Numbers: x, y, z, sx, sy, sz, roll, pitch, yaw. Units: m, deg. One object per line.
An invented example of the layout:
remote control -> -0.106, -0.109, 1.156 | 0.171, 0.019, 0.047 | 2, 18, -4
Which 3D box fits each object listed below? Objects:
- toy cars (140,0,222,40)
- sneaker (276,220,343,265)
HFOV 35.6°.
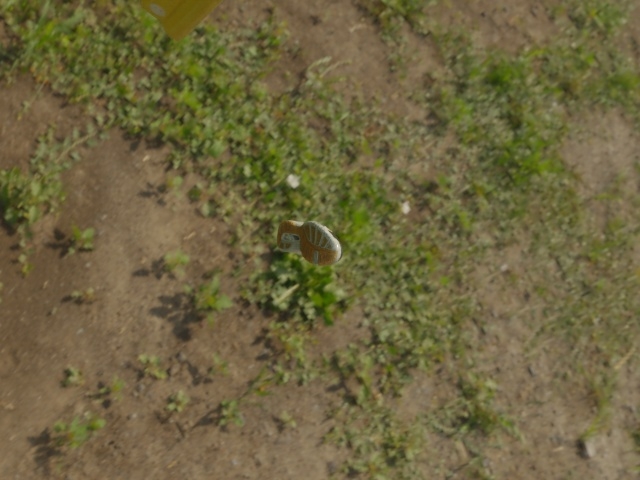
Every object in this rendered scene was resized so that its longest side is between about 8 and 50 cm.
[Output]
toy cars -> 0.006, -0.288, 0.512 | 0.087, 0.393, 0.176 | 32, 19, -20
sneaker -> 0.000, 0.000, 0.756 | 0.037, 0.083, 0.032 | 6, 99, -30
